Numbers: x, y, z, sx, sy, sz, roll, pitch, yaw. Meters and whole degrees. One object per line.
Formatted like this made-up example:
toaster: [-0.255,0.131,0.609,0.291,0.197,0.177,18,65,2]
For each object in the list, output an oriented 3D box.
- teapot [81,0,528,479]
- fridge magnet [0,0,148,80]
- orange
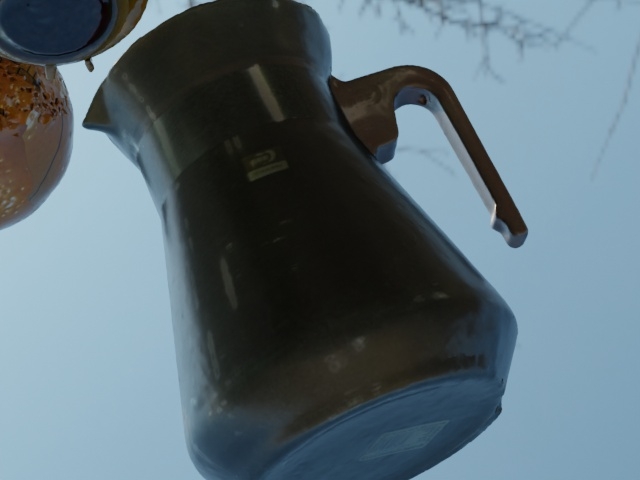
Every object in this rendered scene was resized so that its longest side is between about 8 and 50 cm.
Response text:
teapot: [0.000,0.000,1.167,0.300,0.253,0.344,-17,-115,-16]
fridge magnet: [-0.190,-0.177,1.086,0.143,0.143,0.063,-11,-133,-1]
orange: [-0.356,-0.107,1.547,0.234,0.234,0.182,-21,-132,-11]
